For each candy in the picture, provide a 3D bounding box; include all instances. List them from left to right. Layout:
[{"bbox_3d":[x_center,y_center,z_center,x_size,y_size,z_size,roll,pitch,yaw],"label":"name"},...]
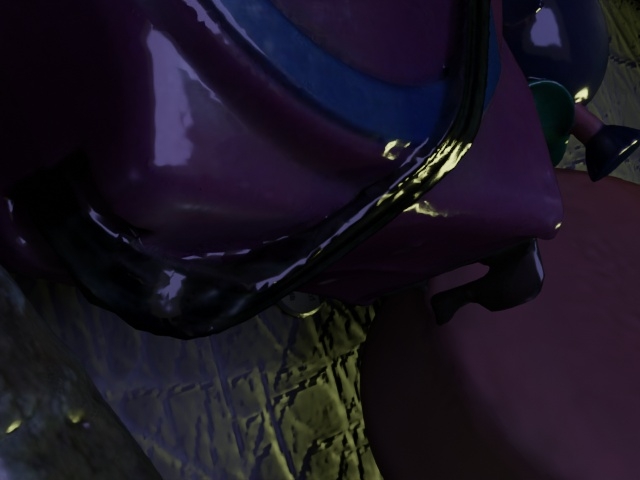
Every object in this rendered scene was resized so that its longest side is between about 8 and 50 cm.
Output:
[{"bbox_3d":[0.140,0.077,0.623,0.255,0.094,0.255,18,37,-14],"label":"candy"}]

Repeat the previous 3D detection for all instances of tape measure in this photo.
[{"bbox_3d":[-0.038,-0.082,0.488,0.231,0.149,0.245,5,68,-50],"label":"tape measure"}]

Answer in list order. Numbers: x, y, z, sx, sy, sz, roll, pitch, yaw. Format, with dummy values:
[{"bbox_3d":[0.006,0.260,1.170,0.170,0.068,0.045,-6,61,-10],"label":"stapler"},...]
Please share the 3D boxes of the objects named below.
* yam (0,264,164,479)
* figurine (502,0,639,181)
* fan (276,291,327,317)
[{"bbox_3d":[-0.076,0.122,0.421,0.133,0.133,0.330,-46,113,-45],"label":"yam"},{"bbox_3d":[0.073,-0.110,0.644,0.111,0.102,0.195,38,37,-36],"label":"figurine"},{"bbox_3d":[-0.006,-0.005,0.635,0.060,0.003,0.080,59,43,-21],"label":"fan"}]
